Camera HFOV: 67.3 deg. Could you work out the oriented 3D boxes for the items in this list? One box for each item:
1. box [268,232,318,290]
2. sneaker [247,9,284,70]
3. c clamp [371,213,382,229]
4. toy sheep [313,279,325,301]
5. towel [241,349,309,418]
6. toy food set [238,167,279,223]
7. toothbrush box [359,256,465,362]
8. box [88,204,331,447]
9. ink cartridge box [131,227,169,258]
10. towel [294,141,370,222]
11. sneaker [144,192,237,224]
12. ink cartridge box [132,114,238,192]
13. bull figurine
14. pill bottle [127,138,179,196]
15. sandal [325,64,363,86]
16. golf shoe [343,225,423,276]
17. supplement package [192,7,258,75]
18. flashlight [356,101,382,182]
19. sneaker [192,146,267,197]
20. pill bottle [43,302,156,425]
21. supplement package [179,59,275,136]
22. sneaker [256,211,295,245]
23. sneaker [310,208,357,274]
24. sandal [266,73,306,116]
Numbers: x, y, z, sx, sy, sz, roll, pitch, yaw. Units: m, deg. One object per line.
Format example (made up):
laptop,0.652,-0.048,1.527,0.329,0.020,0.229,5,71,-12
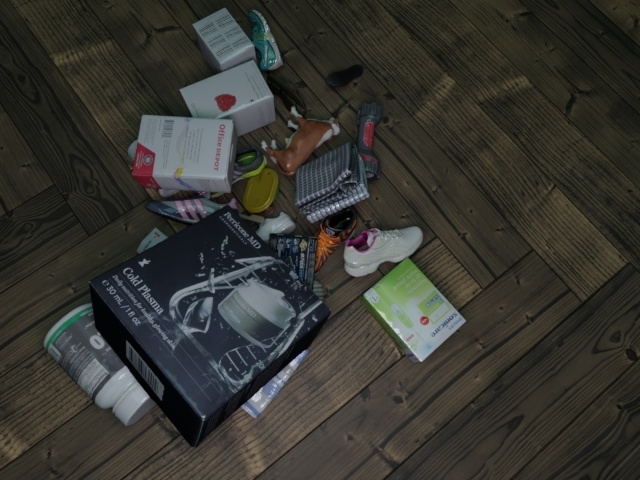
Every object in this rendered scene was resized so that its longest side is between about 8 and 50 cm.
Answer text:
box,-0.101,0.089,1.603,0.175,0.051,0.220,4,89,35
sneaker,-0.240,-0.802,1.920,0.110,0.107,0.275,-23,75,1
c clamp,0.169,0.003,1.730,0.161,0.022,0.137,-38,84,-12
toy sheep,-0.027,0.180,1.633,0.091,0.091,0.132,1,87,-2
towel,-0.201,0.411,1.585,0.209,0.034,0.285,39,75,8
toy food set,-0.210,-0.151,1.744,0.128,0.071,0.217,6,69,25
toothbrush box,0.302,0.234,1.612,0.206,0.122,0.283,-38,79,-12
box,-0.319,0.231,1.408,0.480,0.297,0.472,44,52,13
ink cartridge box,-0.580,0.064,1.671,0.145,0.045,0.179,38,73,10
towel,0.030,-0.207,1.630,0.235,0.121,0.283,-24,31,16
sneaker,-0.447,-0.119,1.694,0.319,0.112,0.131,13,83,-6
ink cartridge box,-0.446,-0.288,1.613,0.306,0.131,0.226,4,72,-1
bull figurine,-0.070,-0.384,1.797,0.188,0.101,0.310,36,73,12
pill bottle,-0.589,-0.267,1.732,0.119,0.119,0.208,-42,79,-13
sandal,0.096,-0.649,1.919,0.179,0.040,0.067,-31,82,-25
golf shoe,0.216,0.011,1.641,0.306,0.140,0.115,-26,38,-12
supplement package,-0.357,-0.722,1.838,0.149,0.194,0.203,-33,78,-10
flashlight,0.186,-0.371,1.803,0.103,0.103,0.304,17,70,-24
sneaker,-0.336,-0.258,1.736,0.300,0.121,0.111,-32,77,-11
pill bottle,-0.653,0.382,1.489,0.361,0.204,0.204,41,76,9
supplement package,-0.336,-0.500,1.781,0.293,0.175,0.177,-26,77,-9
sneaker,-0.198,-0.029,1.705,0.212,0.080,0.094,-30,65,-17
sneaker,0.000,0.000,1.639,0.124,0.180,0.321,41,76,10
sandal,-0.125,-0.572,1.872,0.060,0.090,0.219,-33,69,-33
